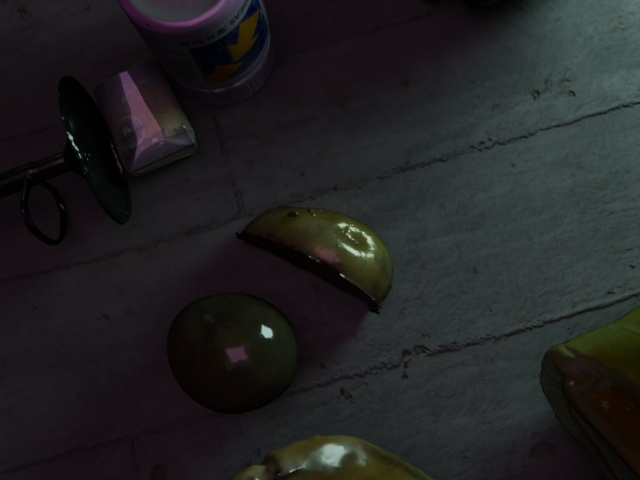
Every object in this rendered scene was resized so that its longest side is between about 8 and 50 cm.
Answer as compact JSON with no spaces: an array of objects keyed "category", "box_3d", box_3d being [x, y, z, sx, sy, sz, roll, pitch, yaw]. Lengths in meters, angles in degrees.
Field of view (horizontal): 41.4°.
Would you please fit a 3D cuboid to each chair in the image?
[{"category":"chair","box_3d":[-0.501,-0.066,1.217,0.401,0.226,0.226,-18,78,2]}]

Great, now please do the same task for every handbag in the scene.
[{"category":"handbag","box_3d":[-0.269,-0.192,1.290,0.117,0.095,0.173,-24,86,-5]}]

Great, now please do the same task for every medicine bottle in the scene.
[{"category":"medicine bottle","box_3d":[-0.166,-0.316,1.198,0.178,0.290,0.178,-1,79,5]}]

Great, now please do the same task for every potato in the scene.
[{"category":"potato","box_3d":[0.000,0.000,1.203,0.243,0.138,0.098,27,78,7]}]

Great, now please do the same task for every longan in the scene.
[{"category":"longan","box_3d":[-0.121,0.154,1.172,0.187,0.167,0.167,26,82,10]}]

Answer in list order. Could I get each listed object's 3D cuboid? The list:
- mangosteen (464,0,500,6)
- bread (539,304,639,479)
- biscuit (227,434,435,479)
[{"category":"mangosteen","box_3d":[0.271,-0.483,1.200,0.360,0.306,0.306,-24,77,21]},{"category":"bread","box_3d":[0.494,0.184,1.052,0.341,0.210,0.300,-20,53,-15]},{"category":"biscuit","box_3d":[0.004,0.458,1.020,0.446,0.104,0.429,37,75,-22]}]
